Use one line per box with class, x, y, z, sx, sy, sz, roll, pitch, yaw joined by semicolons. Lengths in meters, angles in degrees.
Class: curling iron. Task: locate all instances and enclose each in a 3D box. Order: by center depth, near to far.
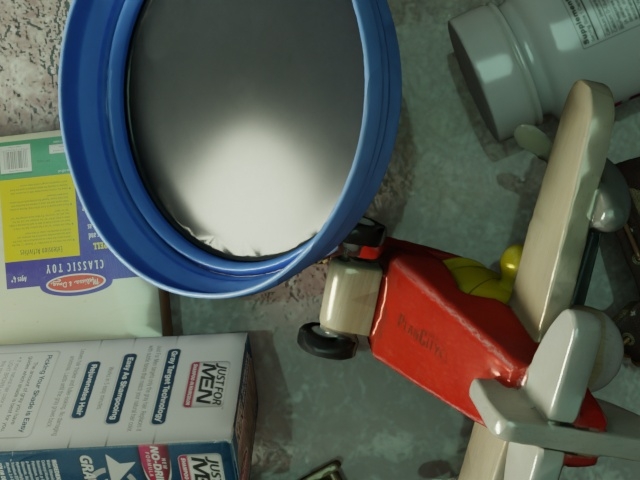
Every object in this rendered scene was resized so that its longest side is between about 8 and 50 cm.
curling iron;0.233;0.104;1.236;0.068;0.035;0.274;25;89;7

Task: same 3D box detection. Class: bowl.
bowl;-0.092;-0.141;1.125;0.391;0.077;0.391;3;95;38

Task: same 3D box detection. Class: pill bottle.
pill bottle;0.281;-0.214;1.188;0.283;0.160;0.160;-23;84;4

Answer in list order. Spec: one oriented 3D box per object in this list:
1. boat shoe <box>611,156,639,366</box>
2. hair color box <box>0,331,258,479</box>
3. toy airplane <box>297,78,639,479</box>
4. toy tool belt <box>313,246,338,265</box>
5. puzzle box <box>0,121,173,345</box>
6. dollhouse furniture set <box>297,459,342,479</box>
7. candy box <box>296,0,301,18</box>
boat shoe;0.347;0.081;1.194;0.123;0.123;0.342;-12;87;21
hair color box;-0.242;0.187;1.171;0.347;0.174;0.105;-4;122;5
toy airplane;0.183;0.102;1.078;0.272;0.386;0.384;5;61;-32
toy tool belt;0.000;0.000;1.258;0.083;0.051;0.052;-9;86;5
puzzle box;-0.369;0.029;1.294;0.408;0.052;0.272;-6;86;5
dollhouse furniture set;-0.063;0.260;1.182;0.161;0.182;0.101;-29;84;4
candy box;0.025;-0.184;1.199;0.053;0.186;0.109;-14;85;7
